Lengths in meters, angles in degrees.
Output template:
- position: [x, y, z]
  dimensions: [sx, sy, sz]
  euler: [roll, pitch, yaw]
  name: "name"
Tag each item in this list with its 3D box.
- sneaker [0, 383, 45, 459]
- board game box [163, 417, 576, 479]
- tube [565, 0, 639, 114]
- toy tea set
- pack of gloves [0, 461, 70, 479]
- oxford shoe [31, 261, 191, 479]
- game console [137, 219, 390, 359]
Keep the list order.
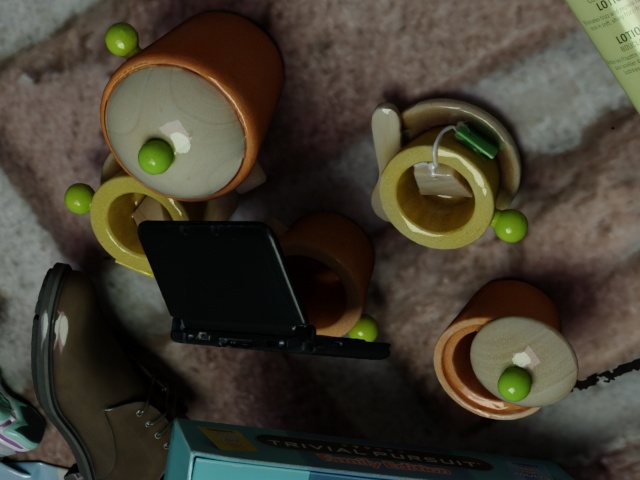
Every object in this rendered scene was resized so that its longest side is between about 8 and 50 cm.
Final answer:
- position: [-0.250, 0.121, 1.323]
  dimensions: [0.069, 0.038, 0.098]
  euler: [-27, 108, 33]
  name: "sneaker"
- position: [0.009, 0.294, 1.162]
  dimensions: [0.254, 0.079, 0.336]
  euler: [8, 98, -14]
  name: "board game box"
- position: [0.132, -0.174, 0.965]
  dimensions: [0.070, 0.062, 0.240]
  euler: [-35, 103, -7]
  name: "tube"
- position: [0.000, 0.000, 1.088]
  dimensions: [0.336, 0.124, 0.200]
  euler: [21, 127, 8]
  name: "toy tea set"
- position: [-0.220, 0.245, 1.390]
  dimensions: [0.232, 0.046, 0.195]
  euler: [12, 126, 14]
  name: "pack of gloves"
- position: [-0.132, 0.104, 1.246]
  dimensions: [0.096, 0.083, 0.227]
  euler: [-2, 130, 15]
  name: "oxford shoe"
- position: [-0.033, 0.029, 1.076]
  dimensions: [0.122, 0.107, 0.071]
  euler: [2, 86, 48]
  name: "game console"
